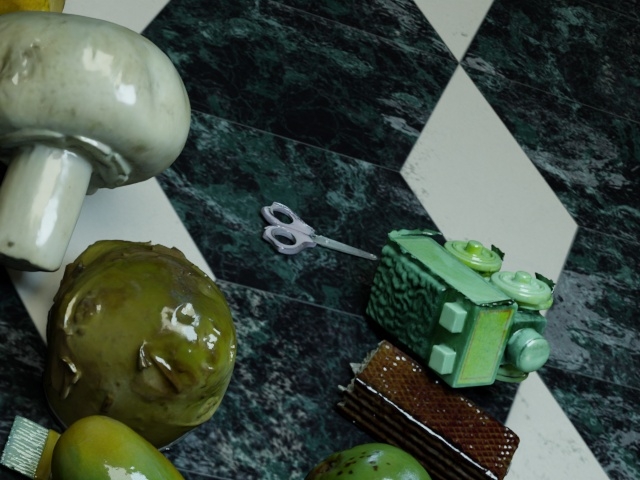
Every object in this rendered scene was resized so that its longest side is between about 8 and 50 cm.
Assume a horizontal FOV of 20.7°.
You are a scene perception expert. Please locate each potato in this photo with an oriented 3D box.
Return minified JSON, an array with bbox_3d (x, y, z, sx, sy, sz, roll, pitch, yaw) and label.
[{"bbox_3d":[-0.202,0.096,2.124,0.246,0.196,0.300,21,38,-18],"label":"potato"}]

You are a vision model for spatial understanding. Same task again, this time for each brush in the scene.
[{"bbox_3d":[-0.265,0.275,2.033,0.218,0.010,0.082,27,38,-11],"label":"brush"}]

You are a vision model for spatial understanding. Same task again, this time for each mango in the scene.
[{"bbox_3d":[-0.193,0.298,1.954,0.251,0.114,0.156,39,-2,-7],"label":"mango"}]

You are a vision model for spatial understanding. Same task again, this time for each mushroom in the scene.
[{"bbox_3d":[-0.336,-0.116,2.221,0.314,0.314,0.336,21,72,-16],"label":"mushroom"}]

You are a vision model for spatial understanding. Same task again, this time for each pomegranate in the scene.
[{"bbox_3d":[0.071,0.352,2.082,0.224,0.181,0.181,59,39,-5],"label":"pomegranate"}]

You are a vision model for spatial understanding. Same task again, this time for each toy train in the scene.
[{"bbox_3d":[0.193,0.093,2.403,0.188,0.159,0.271,-1,26,-36],"label":"toy train"}]

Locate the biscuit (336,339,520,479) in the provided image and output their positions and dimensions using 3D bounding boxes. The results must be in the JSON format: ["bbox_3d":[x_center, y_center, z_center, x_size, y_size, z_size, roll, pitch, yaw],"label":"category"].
[{"bbox_3d":[0.139,0.239,2.316,0.252,0.070,0.106,35,37,2],"label":"biscuit"}]

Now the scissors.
[{"bbox_3d":[0.000,0.000,2.511,0.189,0.015,0.100,17,39,-23],"label":"scissors"}]

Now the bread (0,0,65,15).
[{"bbox_3d":[-0.490,-0.445,2.433,0.361,0.250,0.394,20,41,-16],"label":"bread"}]
